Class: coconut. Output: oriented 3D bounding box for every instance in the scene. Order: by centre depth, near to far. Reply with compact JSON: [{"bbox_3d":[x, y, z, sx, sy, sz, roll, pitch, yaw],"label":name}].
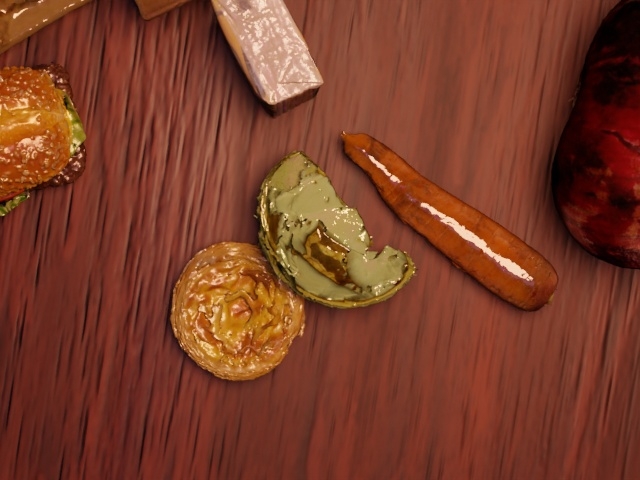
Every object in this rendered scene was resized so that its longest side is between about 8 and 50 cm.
[{"bbox_3d":[-0.001,-0.001,1.119,0.133,0.055,0.158,-31,85,-31],"label":"coconut"}]

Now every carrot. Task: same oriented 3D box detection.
[{"bbox_3d":[0.115,-0.019,1.141,0.248,0.059,0.059,38,91,2],"label":"carrot"}]

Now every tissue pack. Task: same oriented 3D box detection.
[{"bbox_3d":[-0.047,-0.167,1.086,0.060,0.148,0.108,-26,93,-1],"label":"tissue pack"}]

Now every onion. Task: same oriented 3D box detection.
[{"bbox_3d":[0.311,-0.098,1.057,0.281,0.221,0.281,-17,56,27],"label":"onion"}]

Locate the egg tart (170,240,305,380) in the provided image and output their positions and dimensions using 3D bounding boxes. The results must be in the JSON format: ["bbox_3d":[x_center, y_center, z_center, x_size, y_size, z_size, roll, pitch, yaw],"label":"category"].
[{"bbox_3d":[-0.075,0.062,1.145,0.129,0.049,0.128,0,92,5],"label":"egg tart"}]

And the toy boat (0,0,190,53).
[{"bbox_3d":[-0.116,-0.278,1.088,0.445,0.136,0.162,-24,69,2],"label":"toy boat"}]

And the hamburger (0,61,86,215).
[{"bbox_3d":[-0.295,-0.090,1.116,0.166,0.087,0.137,-12,93,0],"label":"hamburger"}]
